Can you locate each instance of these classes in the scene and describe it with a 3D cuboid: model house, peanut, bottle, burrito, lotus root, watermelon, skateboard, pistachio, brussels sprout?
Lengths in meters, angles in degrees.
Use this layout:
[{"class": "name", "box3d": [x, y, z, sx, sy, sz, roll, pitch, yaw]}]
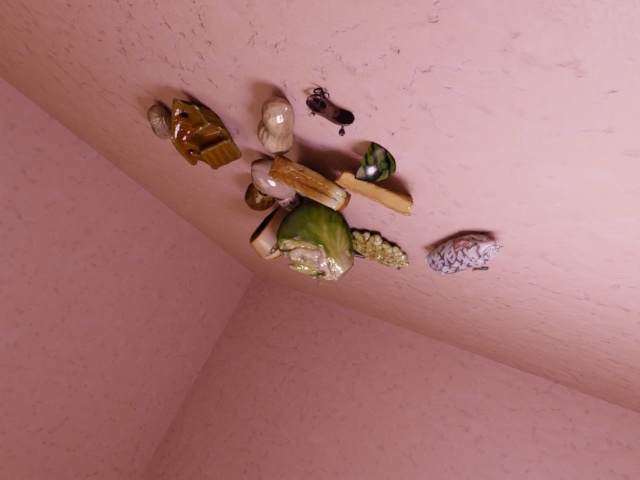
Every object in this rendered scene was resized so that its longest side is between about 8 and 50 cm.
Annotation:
[{"class": "model house", "box3d": [-0.433, -0.394, 1.556, 0.239, 0.174, 0.268, 22, 164, 19]}, {"class": "peanut", "box3d": [-0.143, -0.365, 1.305, 0.123, 0.124, 0.257, 26, 163, 4]}, {"class": "bottle", "box3d": [-0.139, -0.178, 1.870, 0.098, 0.099, 0.152, 16, 162, 33]}, {"class": "burrito", "box3d": [0.527, 0.051, 1.521, 0.139, 0.101, 0.445, 33, 164, -1]}, {"class": "lotus root", "box3d": [-0.282, -0.211, 1.928, 0.145, 0.129, 0.260, 17, 171, -15]}, {"class": "watermelon", "box3d": [0.176, -0.239, 1.292, 0.135, 0.125, 0.094, 15, -162, -25]}, {"class": "skateboard", "box3d": [0.027, -0.370, 1.150, 0.151, 0.067, 0.080, 31, 153, 2]}, {"class": "pistachio", "box3d": [-0.195, -0.255, 1.677, 0.215, 0.144, 0.144, 27, 165, -30]}, {"class": "peanut", "box3d": [-0.682, -0.505, 1.756, 0.098, 0.090, 0.214, 0, 169, -13]}, {"class": "brussels sprout", "box3d": [0.000, 0.000, 1.817, 0.371, 0.315, 0.276, 43, 151, 0]}]

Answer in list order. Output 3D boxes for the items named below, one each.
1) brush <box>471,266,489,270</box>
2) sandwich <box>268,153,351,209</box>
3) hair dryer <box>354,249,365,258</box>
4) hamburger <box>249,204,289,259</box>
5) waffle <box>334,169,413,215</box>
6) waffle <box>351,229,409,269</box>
[{"class": "brush", "box3d": [0.649, 0.115, 1.658, 0.013, 0.016, 0.083, 46, 158, -14]}, {"class": "sandwich", "box3d": [-0.024, -0.195, 1.470, 0.271, 0.099, 0.301, 31, -174, 6]}, {"class": "hair dryer", "box3d": [0.156, 0.049, 2.139, 0.248, 0.078, 0.196, 11, 158, 17]}, {"class": "hamburger", "box3d": [-0.221, -0.034, 2.069, 0.176, 0.300, 0.300, 40, 160, -17]}, {"class": "waffle", "box3d": [0.186, -0.164, 1.366, 0.274, 0.057, 0.168, 26, -166, 7]}, {"class": "waffle", "box3d": [0.259, 0.047, 1.945, 0.297, 0.073, 0.317, 39, 159, -33]}]
